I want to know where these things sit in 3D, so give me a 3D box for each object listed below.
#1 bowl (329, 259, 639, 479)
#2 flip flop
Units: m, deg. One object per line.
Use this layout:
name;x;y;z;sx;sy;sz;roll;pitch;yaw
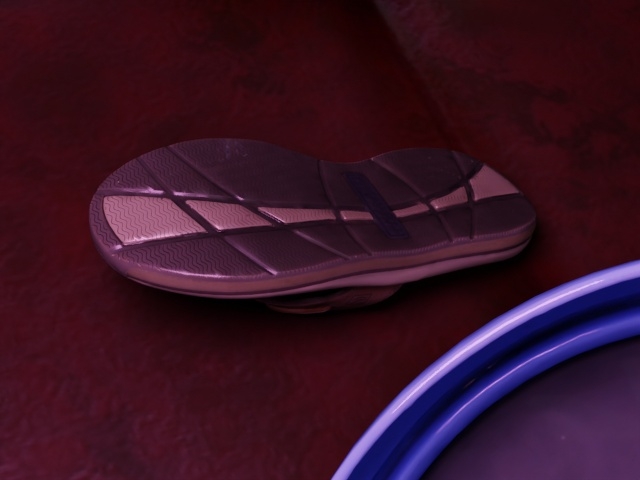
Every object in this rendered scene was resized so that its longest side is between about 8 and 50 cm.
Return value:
bowl;0.172;0.200;0.620;0.391;0.077;0.391;0;88;6
flip flop;0.000;0.000;0.877;0.277;0.080;0.112;-5;48;-32
